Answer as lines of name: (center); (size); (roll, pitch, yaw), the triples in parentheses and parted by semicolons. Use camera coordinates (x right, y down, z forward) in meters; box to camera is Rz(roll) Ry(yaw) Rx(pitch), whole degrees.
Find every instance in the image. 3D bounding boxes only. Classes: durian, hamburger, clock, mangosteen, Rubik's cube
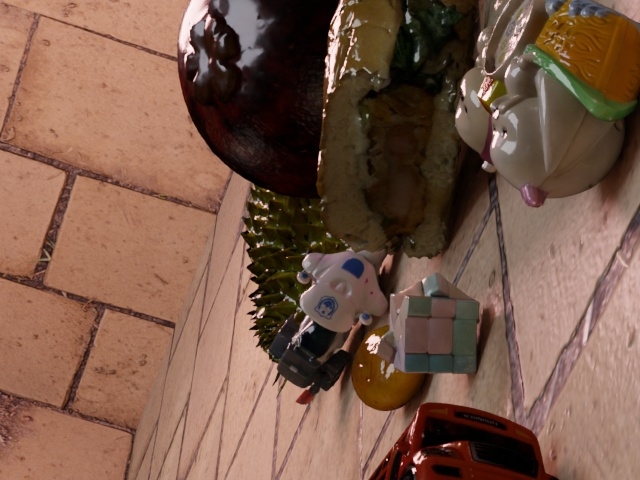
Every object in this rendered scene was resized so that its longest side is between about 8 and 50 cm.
durian: (0.000, 0.000, 2.097); (0.169, 0.158, 0.352); (67, -157, -43)
hamburger: (0.072, -0.137, 1.555); (0.309, 0.132, 0.211); (88, -172, -56)
clock: (0.160, -0.103, 1.218); (0.144, 0.103, 0.231); (-63, 12, 9)
mangosteen: (0.021, -0.198, 1.854); (0.306, 0.359, 0.306); (12, 105, 53)
Rubik's cube: (0.091, 0.069, 1.399); (0.073, 0.075, 0.084); (-177, 105, -80)

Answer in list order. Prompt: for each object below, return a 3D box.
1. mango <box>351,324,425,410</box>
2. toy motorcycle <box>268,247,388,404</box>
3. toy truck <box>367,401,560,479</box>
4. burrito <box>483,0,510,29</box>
mango: (0.064, 0.115, 1.555); (0.079, 0.057, 0.114); (-70, 17, -7)
toy motorcycle: (0.012, 0.075, 1.832); (0.150, 0.102, 0.221); (-51, -9, -51)
toy truck: (0.077, 0.190, 1.147); (0.253, 0.107, 0.114); (118, 165, -52)
burrito: (0.176, -0.268, 1.515); (0.392, 0.076, 0.117); (-83, 12, -48)
